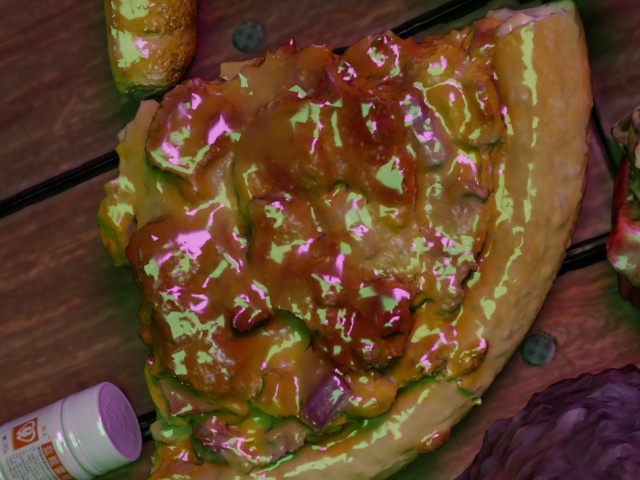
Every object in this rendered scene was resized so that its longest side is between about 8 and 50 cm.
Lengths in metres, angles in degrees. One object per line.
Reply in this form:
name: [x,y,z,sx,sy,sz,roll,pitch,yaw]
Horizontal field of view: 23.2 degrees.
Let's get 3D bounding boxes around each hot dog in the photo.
hot dog: [-0.111,-0.234,0.973,0.068,0.083,0.289,-2,91,-3]

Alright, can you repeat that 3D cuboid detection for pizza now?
pizza: [0.000,0.000,0.936,0.278,0.114,0.409,46,100,5]

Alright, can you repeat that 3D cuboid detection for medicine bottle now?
medicine bottle: [-0.167,0.132,1.007,0.089,0.057,0.057,-24,85,14]

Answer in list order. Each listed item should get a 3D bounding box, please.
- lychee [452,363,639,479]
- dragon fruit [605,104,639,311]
lychee: [0.196,0.189,0.735,0.300,0.300,0.300,1,92,15]
dragon fruit: [0.254,-0.005,0.839,0.205,0.152,0.317,-4,91,17]
